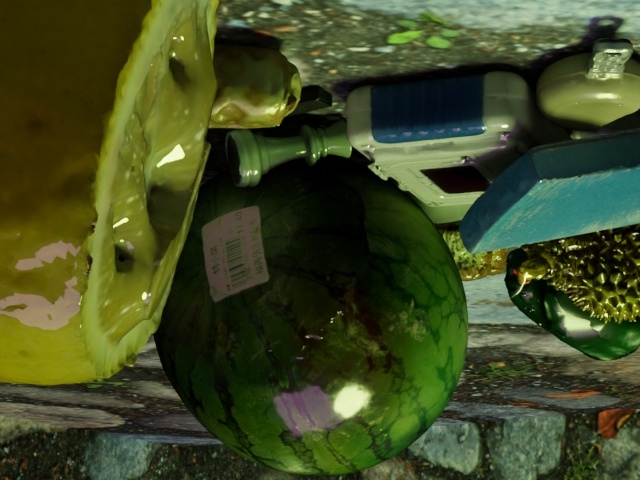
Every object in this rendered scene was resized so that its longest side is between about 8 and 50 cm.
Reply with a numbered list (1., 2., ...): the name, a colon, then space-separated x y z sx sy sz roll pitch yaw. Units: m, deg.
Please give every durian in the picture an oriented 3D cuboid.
1. durian: 0.307 -0.007 1.796 0.237 0.193 0.138 -17 153 -44

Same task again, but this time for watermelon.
1. watermelon: -0.011 0.077 1.773 0.363 0.363 0.363 0 166 0

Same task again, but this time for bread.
1. bread: 0.154 0.004 1.947 0.140 0.069 0.128 4 -169 44
2. bread: -0.200 -0.133 1.462 0.367 0.084 0.077 1 126 0

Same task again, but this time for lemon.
1. lemon: -0.249 -0.083 1.161 0.364 0.364 0.364 0 166 0

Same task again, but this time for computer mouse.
1. computer mouse: 0.146 -0.049 1.851 0.182 0.056 0.089 -6 169 19

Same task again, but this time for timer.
1. timer: 0.142 -0.088 1.645 0.178 0.078 0.253 -5 166 21

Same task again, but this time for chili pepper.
1. chili pepper: 0.342 0.063 2.047 0.165 0.174 0.261 -2 159 42

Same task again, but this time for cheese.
1. cheese: 0.251 -0.141 1.494 0.092 0.047 0.171 4 165 -19

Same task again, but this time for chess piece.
1. chess piece: -0.016 -0.094 1.658 0.149 0.059 0.059 -13 169 -15

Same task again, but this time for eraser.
1. eraser: 0.288 -0.057 1.629 0.312 0.042 0.144 -10 157 -32

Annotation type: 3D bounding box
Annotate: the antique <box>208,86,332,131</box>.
1. antique: -0.075 -0.122 1.634 0.192 0.015 0.031 -9 164 31
